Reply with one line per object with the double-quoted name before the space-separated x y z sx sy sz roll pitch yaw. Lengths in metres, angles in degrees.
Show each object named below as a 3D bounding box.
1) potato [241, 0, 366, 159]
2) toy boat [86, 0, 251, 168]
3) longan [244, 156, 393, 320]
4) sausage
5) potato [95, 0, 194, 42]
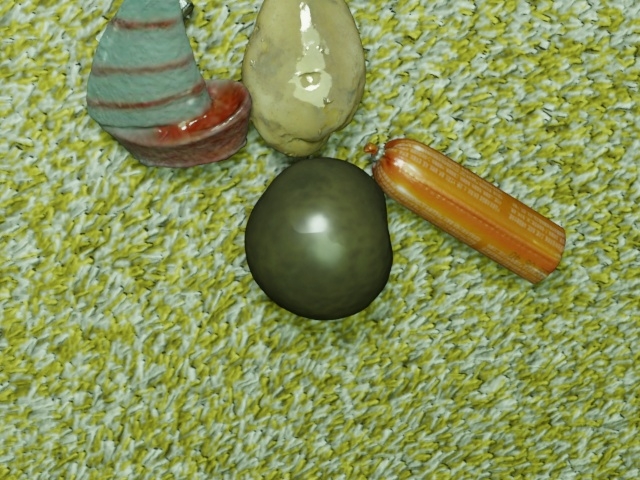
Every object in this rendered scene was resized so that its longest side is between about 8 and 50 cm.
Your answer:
"potato" -0.016 -0.218 1.456 0.161 0.128 0.234 18 103 -14
"toy boat" -0.194 -0.200 1.372 0.206 0.096 0.282 -2 148 6
"longan" 0.000 0.000 1.497 0.198 0.198 0.212 8 108 -13
"sausage" 0.188 -0.052 1.568 0.312 0.093 0.093 30 99 -17
"potato" -0.218 -0.268 1.430 0.122 0.086 0.061 -43 96 5
